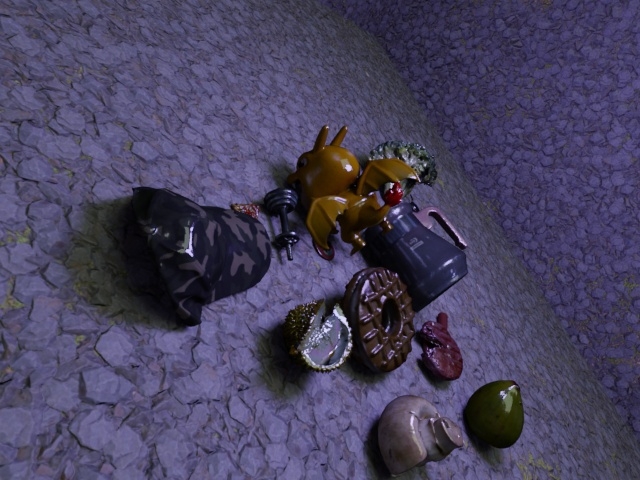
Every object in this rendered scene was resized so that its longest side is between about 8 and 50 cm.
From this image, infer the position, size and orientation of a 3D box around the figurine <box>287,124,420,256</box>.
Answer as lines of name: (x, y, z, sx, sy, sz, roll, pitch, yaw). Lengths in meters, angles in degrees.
figurine: (0.097, -0.175, 1.554, 0.387, 0.401, 0.268, 54, -1, 12)

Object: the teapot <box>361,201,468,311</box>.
teapot: (0.368, 0.036, 1.719, 0.376, 0.306, 0.362, -30, 73, -23)

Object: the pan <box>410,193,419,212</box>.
pan: (0.470, -0.184, 2.332, 0.068, 0.023, 0.115, 18, 48, -41)

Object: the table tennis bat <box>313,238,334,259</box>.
table tennis bat: (0.000, 0.000, 1.576, 0.098, 0.019, 0.155, -16, 74, -56)

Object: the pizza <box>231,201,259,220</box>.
pizza: (-0.222, -0.086, 1.368, 0.099, 0.029, 0.100, 28, 39, -31)

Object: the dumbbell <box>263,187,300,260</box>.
dumbbell: (-0.111, -0.055, 1.417, 0.110, 0.110, 0.255, 16, 53, -43)

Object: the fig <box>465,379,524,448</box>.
fig: (0.622, 0.593, 1.589, 0.203, 0.225, 0.203, 31, 15, -9)

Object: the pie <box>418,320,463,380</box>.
pie: (0.432, 0.400, 1.644, 0.204, 0.054, 0.219, 40, 36, -14)

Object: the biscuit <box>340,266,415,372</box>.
biscuit: (0.183, 0.240, 1.407, 0.332, 0.103, 0.332, 18, 67, -49)

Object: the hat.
hat: (-0.258, -0.013, 1.106, 0.381, 0.257, 0.366, -21, 77, -37)

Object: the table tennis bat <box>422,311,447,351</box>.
table tennis bat: (0.467, 0.393, 1.754, 0.200, 0.038, 0.310, 43, 34, -14)

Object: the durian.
durian: (-0.031, 0.258, 1.170, 0.237, 0.137, 0.194, -8, 68, -57)

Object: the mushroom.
mushroom: (0.263, 0.511, 1.241, 0.253, 0.195, 0.189, 8, 49, -52)

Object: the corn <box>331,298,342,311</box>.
corn: (0.109, 0.207, 1.459, 0.207, 0.068, 0.068, -1, 59, -52)

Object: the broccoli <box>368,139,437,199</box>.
broccoli: (0.380, -0.316, 2.149, 0.347, 0.293, 0.281, 18, 82, -27)
